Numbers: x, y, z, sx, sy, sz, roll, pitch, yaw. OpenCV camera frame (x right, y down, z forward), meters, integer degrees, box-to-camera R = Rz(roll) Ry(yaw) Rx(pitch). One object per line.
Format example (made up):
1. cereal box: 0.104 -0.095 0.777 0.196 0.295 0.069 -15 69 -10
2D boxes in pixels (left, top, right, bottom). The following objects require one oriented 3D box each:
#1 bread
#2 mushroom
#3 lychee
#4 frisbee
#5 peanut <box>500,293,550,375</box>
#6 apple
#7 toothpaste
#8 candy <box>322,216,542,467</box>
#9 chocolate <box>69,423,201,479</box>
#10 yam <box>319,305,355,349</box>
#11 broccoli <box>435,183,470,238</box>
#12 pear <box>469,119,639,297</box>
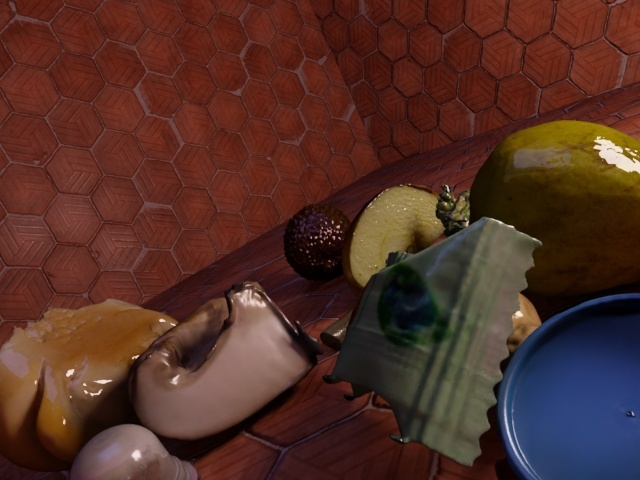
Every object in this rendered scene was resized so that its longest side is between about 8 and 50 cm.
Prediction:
1. bread: -0.462 0.274 1.098 0.245 0.329 0.424 -20 6 26
2. mushroom: -0.214 0.247 1.073 0.314 0.224 0.397 -39 4 -18
3. lychee: 0.000 0.000 1.611 0.236 0.236 0.271 -23 48 12
4. frisbee: 0.285 0.154 0.491 0.242 0.045 0.242 -30 31 20
5. peanut: 0.260 0.135 0.705 0.101 0.117 0.263 -46 11 14
6. apple: 0.181 -0.007 1.316 0.346 0.179 0.254 -42 -22 -20
7. toothpaste: 0.288 0.204 0.502 0.239 0.039 0.062 -24 21 16
8. candy: 0.119 0.118 0.720 0.263 0.172 0.398 -62 2 -11
9. chocolate: -0.310 0.366 0.804 0.221 0.147 0.221 -27 13 7
10. yam: 0.058 0.181 1.110 0.054 0.054 0.132 -14 15 48
11. broccoli: 0.369 -0.087 1.189 0.199 0.177 0.274 7 69 32
12. pear: 0.407 -0.044 0.827 0.375 0.287 0.287 18 39 43
